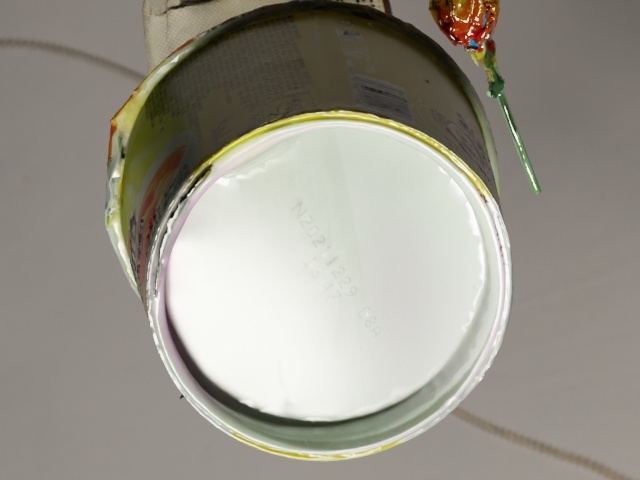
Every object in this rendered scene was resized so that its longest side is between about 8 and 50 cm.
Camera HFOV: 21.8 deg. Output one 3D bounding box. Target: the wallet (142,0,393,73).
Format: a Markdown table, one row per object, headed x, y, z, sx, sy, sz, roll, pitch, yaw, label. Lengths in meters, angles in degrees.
| x | y | z | sx | sy | sz | roll | pitch | yaw | label |
| --- | --- | --- | --- | --- | --- | --- | --- | --- | --- |
| -0.031 | -0.174 | 1.625 | 0.275 | 0.068 | 0.335 | -8 | 80 | -8 | wallet |

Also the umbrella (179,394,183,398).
| x | y | z | sx | sy | sz | roll | pitch | yaw | label |
| --- | --- | --- | --- | --- | --- | --- | --- | --- | --- |
| -0.092 | 0.106 | 1.453 | 0.013 | 0.022 | 0.122 | -10 | 28 | 32 | umbrella |

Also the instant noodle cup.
| x | y | z | sx | sy | sz | roll | pitch | yaw | label |
| --- | --- | --- | --- | --- | --- | --- | --- | --- | --- |
| 0.000 | 0.000 | 0.997 | 0.264 | 0.200 | 0.264 | -2 | 108 | -6 | instant noodle cup |

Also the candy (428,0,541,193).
| x | y | z | sx | sy | sz | roll | pitch | yaw | label |
| --- | --- | --- | --- | --- | --- | --- | --- | --- | --- |
| 0.145 | -0.128 | 1.372 | 0.060 | 0.060 | 0.201 | -22 | 104 | 6 | candy |
